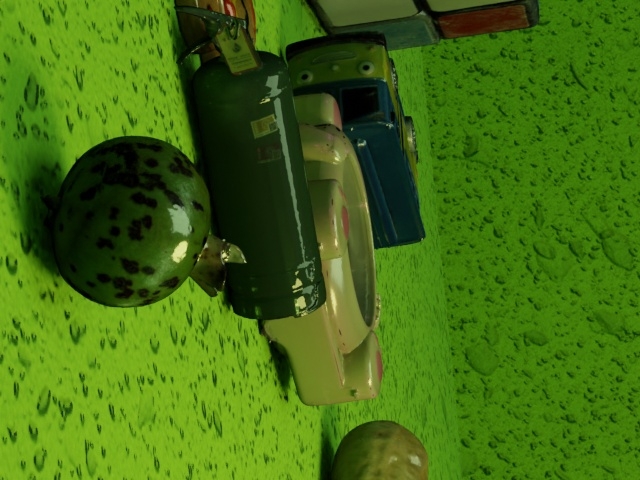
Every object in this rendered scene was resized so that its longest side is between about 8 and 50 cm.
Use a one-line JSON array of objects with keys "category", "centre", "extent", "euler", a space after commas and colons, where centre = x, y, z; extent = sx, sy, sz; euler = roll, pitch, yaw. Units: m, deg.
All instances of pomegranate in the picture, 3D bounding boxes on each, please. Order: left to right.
[{"category": "pomegranate", "centre": [-0.113, -0.004, 1.072], "extent": [0.161, 0.122, 0.122], "euler": [26, 47, -29]}]

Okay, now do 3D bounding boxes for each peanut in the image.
[{"category": "peanut", "centre": [0.068, 0.336, 1.903], "extent": [0.253, 0.122, 0.137], "euler": [-83, 173, -45]}]

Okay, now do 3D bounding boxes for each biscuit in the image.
[{"category": "biscuit", "centre": [-0.096, -0.213, 1.585], "extent": [0.250, 0.036, 0.165], "euler": [42, 41, -74]}]

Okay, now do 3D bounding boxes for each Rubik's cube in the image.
[{"category": "Rubik's cube", "centre": [0.138, -0.468, 2.249], "extent": [0.316, 0.313, 0.318], "euler": [37, 47, -76]}]

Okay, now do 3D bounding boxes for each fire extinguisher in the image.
[{"category": "fire extinguisher", "centre": [-0.069, -0.079, 1.499], "extent": [0.095, 0.114, 0.311], "euler": [26, -52, 60]}]

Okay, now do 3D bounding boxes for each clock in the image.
[{"category": "clock", "centre": [0.000, 0.000, 1.769], "extent": [0.309, 0.114, 0.284], "euler": [-85, 163, -53]}]

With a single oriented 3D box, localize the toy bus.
[{"category": "toy bus", "centre": [0.046, -0.122, 2.023], "extent": [0.287, 0.138, 0.175], "euler": [68, 18, -57]}]
